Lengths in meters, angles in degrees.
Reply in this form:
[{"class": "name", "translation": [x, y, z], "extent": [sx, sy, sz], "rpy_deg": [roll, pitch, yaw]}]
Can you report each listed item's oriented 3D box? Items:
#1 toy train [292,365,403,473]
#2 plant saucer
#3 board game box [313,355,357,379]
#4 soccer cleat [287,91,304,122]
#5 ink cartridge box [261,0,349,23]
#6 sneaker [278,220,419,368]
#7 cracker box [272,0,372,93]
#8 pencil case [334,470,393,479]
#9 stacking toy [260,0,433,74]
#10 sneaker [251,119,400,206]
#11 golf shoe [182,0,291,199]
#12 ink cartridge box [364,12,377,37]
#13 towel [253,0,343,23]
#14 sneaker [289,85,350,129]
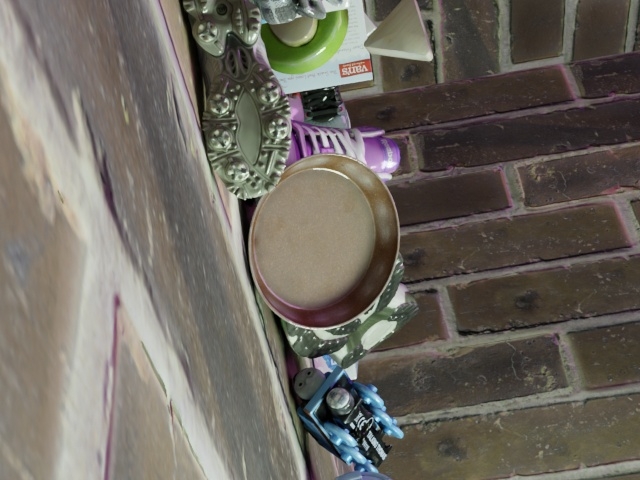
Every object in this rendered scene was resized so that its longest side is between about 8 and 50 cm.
[{"class": "toy train", "translation": [0.026, 0.205, 1.133], "extent": [0.080, 0.105, 0.184], "rpy_deg": [-53, 147, -16]}, {"class": "plant saucer", "translation": [0.000, 0.000, 0.937], "extent": [0.029, 0.168, 0.168], "rpy_deg": [12, -64, 57]}, {"class": "board game box", "translation": [0.009, 0.052, 1.618], "extent": [0.319, 0.066, 0.318], "rpy_deg": [-11, 93, -87]}, {"class": "soccer cleat", "translation": [-0.042, -0.117, 1.253], "extent": [0.196, 0.068, 0.076], "rpy_deg": [71, 25, -67]}, {"class": "ink cartridge box", "translation": [0.014, -0.352, 1.058], "extent": [0.097, 0.255, 0.188], "rpy_deg": [-95, 175, -56]}, {"class": "sneaker", "translation": [-0.007, 0.035, 1.161], "extent": [0.182, 0.158, 0.410], "rpy_deg": [48, -4, 18]}, {"class": "cracker box", "translation": [-0.017, -0.339, 1.433], "extent": [0.067, 0.156, 0.232], "rpy_deg": [-94, 175, -66]}, {"class": "pencil case", "translation": [0.064, 0.392, 1.161], "extent": [0.124, 0.114, 0.273], "rpy_deg": [-89, 171, -48]}, {"class": "stacking toy", "translation": [0.016, -0.358, 1.193], "extent": [0.130, 0.309, 0.279], "rpy_deg": [32, 61, -65]}, {"class": "sneaker", "translation": [0.003, -0.096, 1.041], "extent": [0.282, 0.161, 0.102], "rpy_deg": [-28, 110, -86]}, {"class": "golf shoe", "translation": [-0.062, -0.121, 0.770], "extent": [0.086, 0.069, 0.176], "rpy_deg": [-138, -140, -85]}, {"class": "ink cartridge box", "translation": [-0.006, -0.464, 1.754], "extent": [0.275, 0.060, 0.239], "rpy_deg": [48, 9, -10]}, {"class": "towel", "translation": [-0.051, -0.319, 0.794], "extent": [0.283, 0.121, 0.235], "rpy_deg": [-117, -164, -59]}, {"class": "sneaker", "translation": [-0.004, -0.300, 1.848], "extent": [0.178, 0.124, 0.295], "rpy_deg": [102, -28, -84]}]
